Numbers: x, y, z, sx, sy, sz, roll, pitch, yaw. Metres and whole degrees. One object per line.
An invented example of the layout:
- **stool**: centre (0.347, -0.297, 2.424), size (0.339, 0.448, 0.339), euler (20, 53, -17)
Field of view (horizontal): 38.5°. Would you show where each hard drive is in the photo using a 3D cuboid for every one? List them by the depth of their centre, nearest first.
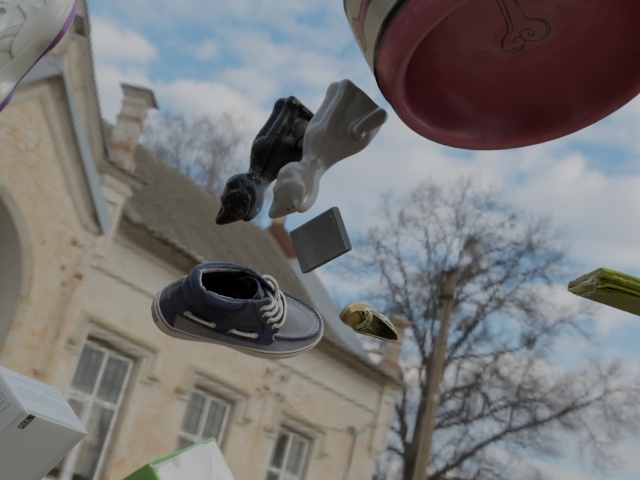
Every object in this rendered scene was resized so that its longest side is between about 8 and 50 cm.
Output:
- **hard drive**: centre (0.000, 0.000, 1.869), size (0.022, 0.094, 0.135), euler (-4, -19, -48)

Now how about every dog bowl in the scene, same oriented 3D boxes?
- **dog bowl**: centre (0.237, -0.260, 1.090), size (0.407, 0.151, 0.408), euler (-6, -28, -3)

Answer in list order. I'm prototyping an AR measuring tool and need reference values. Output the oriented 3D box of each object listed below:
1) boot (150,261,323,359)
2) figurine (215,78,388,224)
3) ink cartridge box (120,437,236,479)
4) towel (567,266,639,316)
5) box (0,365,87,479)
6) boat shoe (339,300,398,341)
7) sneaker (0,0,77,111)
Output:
- **boot**: centre (-0.058, 0.067, 0.869), size (0.189, 0.069, 0.086), euler (9, -28, -37)
- **figurine**: centre (-0.035, -0.106, 1.245), size (0.092, 0.209, 0.214), euler (46, -27, -24)
- **ink cartridge box**: centre (-0.225, 0.396, 1.035), size (0.353, 0.207, 0.119), euler (-35, -12, 27)
- **towel**: centre (0.303, 0.071, 0.668), size (0.237, 0.021, 0.102), euler (19, -9, 5)
- **box**: centre (-0.523, 0.324, 1.518), size (0.119, 0.181, 0.182), euler (45, -1, 31)
- **boat shoe**: centre (0.095, 0.160, 1.763), size (0.048, 0.056, 0.153), euler (41, 6, 42)
- **sneaker**: centre (-0.452, -0.295, 1.275), size (0.152, 0.305, 0.114), euler (41, -15, -26)
